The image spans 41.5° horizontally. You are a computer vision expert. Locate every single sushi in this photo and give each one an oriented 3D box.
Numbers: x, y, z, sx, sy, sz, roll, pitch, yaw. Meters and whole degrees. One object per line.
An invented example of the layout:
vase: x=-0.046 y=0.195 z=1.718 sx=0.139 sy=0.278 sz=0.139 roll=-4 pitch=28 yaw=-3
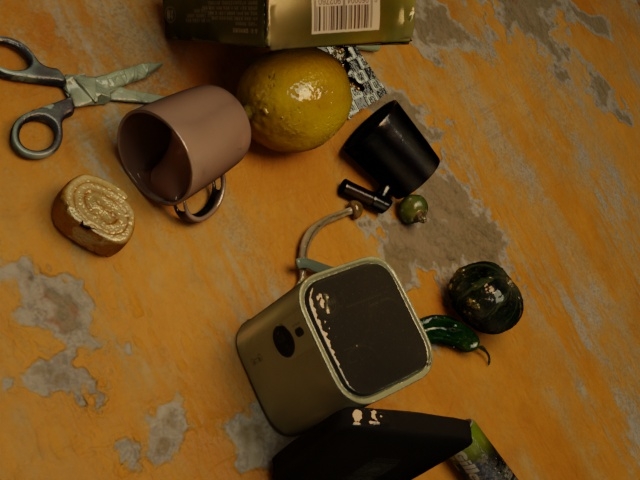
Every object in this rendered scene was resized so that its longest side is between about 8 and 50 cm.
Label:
sushi: x=0.060 y=-0.403 z=2.076 sx=0.139 sy=0.031 sz=0.201 roll=-34 pitch=90 yaw=-25

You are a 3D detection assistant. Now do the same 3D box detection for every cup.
cup: x=-0.246 y=-0.167 z=1.651 sx=0.200 sy=0.191 sz=0.253 roll=-37 pitch=121 yaw=-45
cup: x=0.143 y=-0.183 z=1.980 sx=0.177 sy=0.239 sz=0.166 roll=46 pitch=7 yaw=-14

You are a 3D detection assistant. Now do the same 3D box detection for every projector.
projector: x=0.023 y=0.202 z=1.597 sx=0.248 sy=0.249 sz=0.249 roll=-17 pitch=77 yaw=-40

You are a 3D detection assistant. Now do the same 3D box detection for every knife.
knife: x=0.026 y=0.067 z=1.801 sx=0.210 sy=0.015 sz=0.028 roll=17 pitch=61 yaw=-40

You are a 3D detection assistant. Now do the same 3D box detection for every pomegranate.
pomegranate: x=0.226 y=-0.073 z=1.992 sx=0.073 sy=0.084 sz=0.073 roll=-24 pitch=122 yaw=-45

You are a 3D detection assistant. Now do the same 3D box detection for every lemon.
lemon: x=-0.055 y=-0.304 z=1.814 sx=0.263 sy=0.236 sz=0.236 roll=-44 pitch=96 yaw=-21

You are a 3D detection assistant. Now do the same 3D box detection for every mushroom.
mushroom: x=0.001 y=-0.002 z=1.829 sx=0.068 sy=0.043 sz=0.306 roll=36 pitch=50 yaw=9

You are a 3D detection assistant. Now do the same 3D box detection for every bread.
bread: x=-0.405 y=-0.051 z=1.531 sx=0.149 sy=0.073 sz=0.122 roll=33 pitch=50 yaw=-18

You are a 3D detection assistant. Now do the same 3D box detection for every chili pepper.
chili pepper: x=0.283 y=0.224 z=1.898 sx=0.278 sy=0.065 sz=0.122 roll=2 pitch=75 yaw=-33

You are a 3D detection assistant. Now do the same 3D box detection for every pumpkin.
pumpkin: x=0.382 y=0.132 z=1.953 sx=0.190 sy=0.146 sz=0.190 roll=51 pitch=8 yaw=-10

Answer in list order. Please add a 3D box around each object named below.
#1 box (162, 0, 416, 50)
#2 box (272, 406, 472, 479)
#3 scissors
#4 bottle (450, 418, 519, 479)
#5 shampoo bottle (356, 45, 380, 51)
box: x=-0.073 y=-0.481 z=1.764 sx=0.372 sy=0.420 sz=0.138 roll=-12 pitch=110 yaw=-36
box: x=0.090 y=0.380 z=1.530 sx=0.289 sy=0.289 sz=0.073 roll=12 pitch=52 yaw=-28
scissors: x=-0.449 y=-0.290 z=1.652 sx=0.383 sy=0.029 sz=0.256 roll=-12 pitch=76 yaw=-40
bottle: x=0.384 y=0.534 z=1.789 sx=0.330 sy=0.093 sz=0.093 roll=53 pitch=48 yaw=-1
shampoo bottle: x=0.068 y=-0.514 z=2.134 sx=0.190 sy=0.041 sz=0.069 roll=-5 pitch=78 yaw=-37
